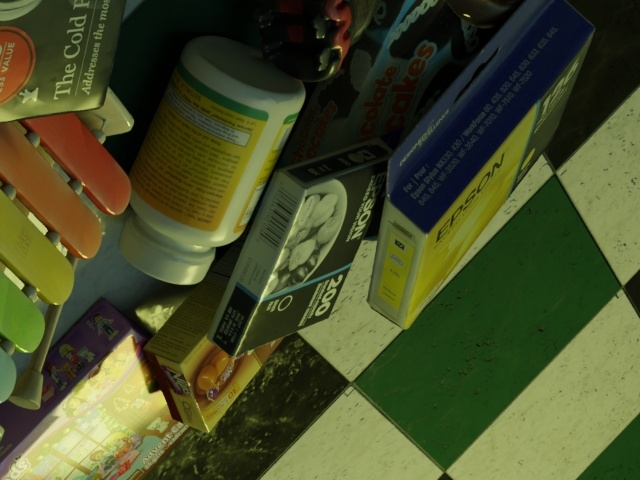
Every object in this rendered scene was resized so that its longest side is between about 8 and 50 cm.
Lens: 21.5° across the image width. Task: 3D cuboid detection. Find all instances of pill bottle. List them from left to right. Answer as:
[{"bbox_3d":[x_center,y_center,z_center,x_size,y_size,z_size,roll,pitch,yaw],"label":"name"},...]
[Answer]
[{"bbox_3d":[-0.105,-0.069,1.519,0.118,0.117,0.208,-1,125,-47],"label":"pill bottle"}]

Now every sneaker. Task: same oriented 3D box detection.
[{"bbox_3d":[-0.001,-0.280,1.445,0.135,0.098,0.276,-43,138,-41],"label":"sneaker"}]

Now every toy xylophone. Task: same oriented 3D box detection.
[{"bbox_3d":[-0.244,0.008,1.376,0.236,0.081,0.322,44,57,-56],"label":"toy xylophone"}]

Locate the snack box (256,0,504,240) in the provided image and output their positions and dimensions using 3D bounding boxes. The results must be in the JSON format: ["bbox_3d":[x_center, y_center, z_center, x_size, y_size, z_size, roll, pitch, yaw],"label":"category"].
[{"bbox_3d":[0.078,-0.145,1.692,0.187,0.060,0.322,0,124,-47],"label":"snack box"}]

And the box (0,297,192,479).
[{"bbox_3d":[-0.256,0.213,1.690,0.293,0.057,0.201,-46,145,-1],"label":"box"}]

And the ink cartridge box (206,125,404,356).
[{"bbox_3d":[0.000,0.000,1.629,0.208,0.045,0.206,-23,144,-50],"label":"ink cartridge box"}]

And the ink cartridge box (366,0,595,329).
[{"bbox_3d":[0.164,-0.093,1.704,0.303,0.072,0.307,-49,168,-22],"label":"ink cartridge box"}]

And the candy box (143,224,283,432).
[{"bbox_3d":[-0.091,0.087,1.688,0.186,0.053,0.109,-49,142,-31],"label":"candy box"}]

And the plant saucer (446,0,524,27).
[{"bbox_3d":[0.164,-0.286,1.599,0.168,0.029,0.168,-4,95,-48],"label":"plant saucer"}]

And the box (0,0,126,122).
[{"bbox_3d":[-0.282,-0.249,1.092,0.313,0.179,0.343,-13,133,-38],"label":"box"}]
